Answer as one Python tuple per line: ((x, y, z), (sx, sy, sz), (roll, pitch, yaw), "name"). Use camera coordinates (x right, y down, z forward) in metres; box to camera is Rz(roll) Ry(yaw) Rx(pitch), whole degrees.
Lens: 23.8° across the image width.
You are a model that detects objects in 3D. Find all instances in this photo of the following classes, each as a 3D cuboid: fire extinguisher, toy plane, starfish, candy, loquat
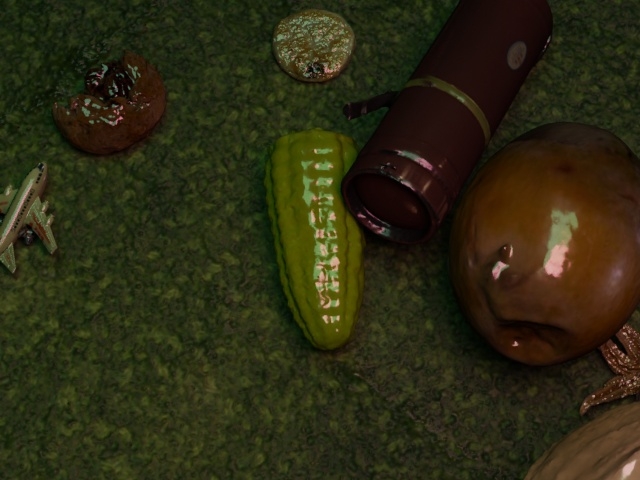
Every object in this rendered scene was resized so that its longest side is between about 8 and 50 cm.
((0.125, -0.157, 1.420), (0.141, 0.105, 0.341), (41, 57, -14), "fire extinguisher")
((-0.286, -0.024, 1.439), (0.102, 0.040, 0.111), (24, 71, 9), "toy plane")
((0.297, 0.123, 1.359), (0.130, 0.041, 0.133), (-4, 66, 14), "starfish")
((0.000, 0.000, 1.395), (0.096, 0.097, 0.210), (-5, 71, 0), "candy")
((0.205, -0.001, 1.342), (0.179, 0.179, 0.227), (14, 58, 7), "loquat")

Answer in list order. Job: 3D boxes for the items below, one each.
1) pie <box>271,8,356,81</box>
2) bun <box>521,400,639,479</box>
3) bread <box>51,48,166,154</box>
((-0.009, -0.195, 1.508), (0.085, 0.017, 0.085), (-1, 70, 2), "pie")
((0.232, 0.282, 1.124), (0.202, 0.364, 0.364), (22, 68, -25), "bun")
((-0.199, -0.131, 1.467), (0.082, 0.060, 0.113), (42, 74, 18), "bread")
